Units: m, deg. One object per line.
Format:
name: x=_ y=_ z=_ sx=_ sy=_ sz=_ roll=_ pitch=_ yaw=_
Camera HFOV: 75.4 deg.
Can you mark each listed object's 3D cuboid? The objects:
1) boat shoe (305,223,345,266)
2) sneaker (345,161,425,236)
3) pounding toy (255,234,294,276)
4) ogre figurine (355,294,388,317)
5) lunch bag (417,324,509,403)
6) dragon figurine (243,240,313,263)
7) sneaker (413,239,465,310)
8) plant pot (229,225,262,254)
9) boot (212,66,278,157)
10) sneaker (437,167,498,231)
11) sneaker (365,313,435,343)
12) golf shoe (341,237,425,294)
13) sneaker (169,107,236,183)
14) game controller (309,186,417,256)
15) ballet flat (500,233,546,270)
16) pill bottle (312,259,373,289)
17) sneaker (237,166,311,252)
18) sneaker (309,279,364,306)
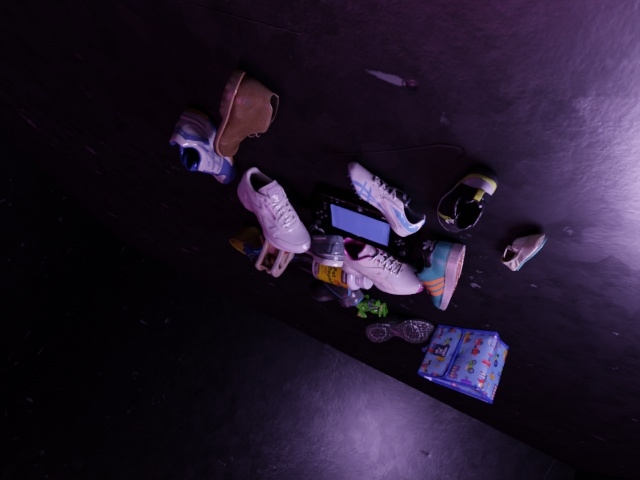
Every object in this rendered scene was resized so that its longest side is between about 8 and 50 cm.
boat shoe: x=0.000 y=0.000 z=1.349 sx=0.116 sy=0.099 sz=0.319 roll=6 pitch=-170 yaw=-19
sneaker: x=0.155 y=-0.108 z=0.986 sx=0.237 sy=0.085 sz=0.086 roll=42 pitch=123 yaw=-16
pounding toy: x=-0.184 y=0.024 z=1.462 sx=0.155 sy=0.154 sz=0.269 roll=22 pitch=123 yaw=16
ogre figurine: x=0.213 y=0.281 z=1.758 sx=0.118 sy=0.097 sz=0.197 roll=5 pitch=-176 yaw=23
lunch bag: x=0.520 y=0.446 z=1.571 sx=0.293 sy=0.221 sz=0.138 roll=2 pitch=146 yaw=48
dragon figurine: x=-0.167 y=0.065 z=1.638 sx=0.289 sy=0.144 sz=0.085 roll=34 pitch=170 yaw=-13
sneaker: x=0.329 y=0.092 z=1.178 sx=0.121 sy=0.108 sz=0.302 roll=20 pitch=149 yaw=23
plant pot: x=-0.295 y=-0.005 z=1.721 sx=0.134 sy=0.095 sz=0.134 roll=24 pitch=159 yaw=10
boot: x=-0.182 y=-0.270 z=0.989 sx=0.115 sy=0.112 sz=0.305 roll=22 pitch=158 yaw=-12
sneaker: x=0.291 y=-0.062 z=0.873 sx=0.084 sy=0.097 sz=0.235 roll=25 pitch=158 yaw=11
sneaker: x=0.338 y=0.361 z=1.759 sx=0.286 sy=0.109 sz=0.130 roll=0 pitch=-165 yaw=15
golf shoe: x=0.185 y=0.078 z=1.306 sx=0.306 sy=0.115 sz=0.140 roll=18 pitch=153 yaw=23
sneaker: x=-0.346 y=-0.241 z=1.206 sx=0.112 sy=0.131 sz=0.296 roll=18 pitch=158 yaw=21
game controller: x=0.115 y=-0.052 z=1.157 sx=0.319 sy=0.067 sz=0.166 roll=20 pitch=157 yaw=18
ballet flat: x=0.450 y=0.024 z=0.937 sx=0.052 sy=0.057 sz=0.168 roll=32 pitch=160 yaw=17
pill bottle: x=0.084 y=0.106 z=1.478 sx=0.215 sy=0.117 sz=0.117 roll=13 pitch=154 yaw=34
sneaker: x=-0.139 y=-0.088 z=1.246 sx=0.305 sy=0.114 sz=0.152 roll=47 pitch=152 yaw=5
sneaker: x=0.051 y=0.178 z=1.734 sx=0.341 sy=0.125 sz=0.140 roll=-3 pitch=115 yaw=58
